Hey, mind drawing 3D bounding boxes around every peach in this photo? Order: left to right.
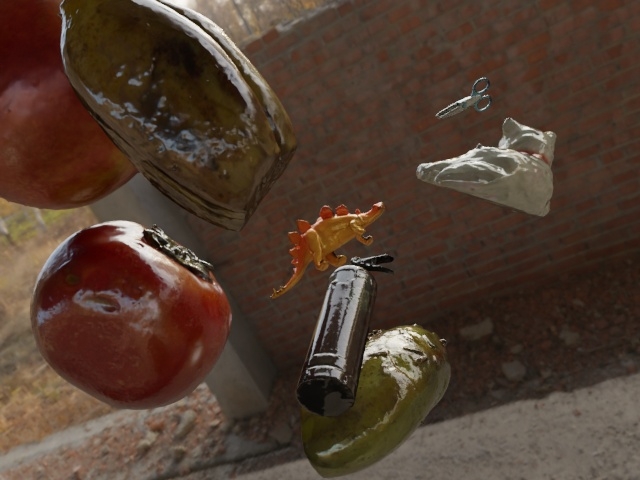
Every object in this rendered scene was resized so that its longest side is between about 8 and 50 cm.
[{"bbox_3d":[-0.427,-0.228,1.075,0.388,0.388,0.388,-26,17,9],"label":"peach"}]

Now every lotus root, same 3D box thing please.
[{"bbox_3d":[-0.149,-0.156,0.720,0.193,0.291,0.193,-46,5,5],"label":"lotus root"}]

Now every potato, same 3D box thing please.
[{"bbox_3d":[0.073,0.215,0.935,0.176,0.141,0.298,-29,-2,42],"label":"potato"}]

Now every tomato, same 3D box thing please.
[{"bbox_3d":[-0.317,0.125,1.136,0.290,0.325,0.293,-55,8,9],"label":"tomato"}]

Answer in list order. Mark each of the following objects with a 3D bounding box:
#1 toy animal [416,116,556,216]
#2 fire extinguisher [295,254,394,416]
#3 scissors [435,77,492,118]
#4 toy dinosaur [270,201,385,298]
[{"bbox_3d":[0.350,-0.155,1.316,0.266,0.307,0.188,-101,31,-74],"label":"toy animal"},{"bbox_3d":[0.040,0.105,0.871,0.089,0.072,0.268,1,37,14],"label":"fire extinguisher"},{"bbox_3d":[0.241,-0.230,1.118,0.119,0.058,0.014,-27,32,-21],"label":"scissors"},{"bbox_3d":[0.000,0.000,1.276,0.288,0.070,0.117,-35,62,-11],"label":"toy dinosaur"}]
